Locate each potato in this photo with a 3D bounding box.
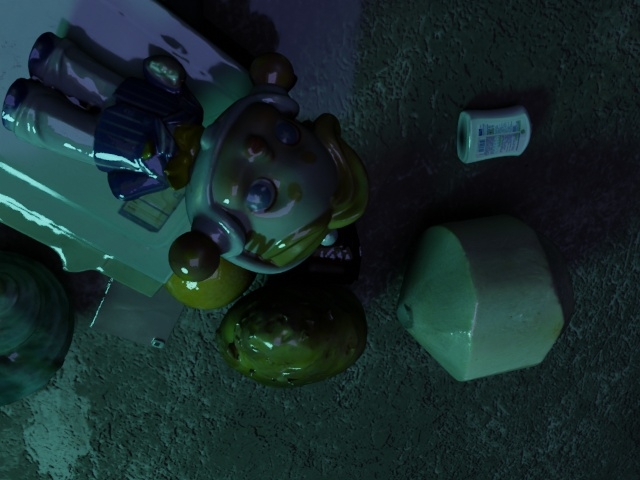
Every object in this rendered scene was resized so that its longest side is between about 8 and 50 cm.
[{"bbox_3d":[-0.035,0.124,0.772,0.192,0.296,0.141,-4,81,7],"label":"potato"}]

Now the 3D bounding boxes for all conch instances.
[{"bbox_3d":[-0.425,0.107,0.737,0.220,0.195,0.277,38,138,-18],"label":"conch"}]

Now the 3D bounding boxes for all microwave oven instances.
[{"bbox_3d":[-0.244,-0.164,0.584,0.355,0.218,0.286,32,106,-26],"label":"microwave oven"}]

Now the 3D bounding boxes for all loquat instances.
[{"bbox_3d":[-0.142,0.019,0.755,0.141,0.141,0.141,-5,120,-9],"label":"loquat"}]

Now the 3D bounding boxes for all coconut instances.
[{"bbox_3d":[0.215,0.075,0.821,0.241,0.241,0.241,-5,120,-9],"label":"coconut"}]

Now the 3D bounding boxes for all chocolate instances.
[{"bbox_3d":[0.000,0.000,0.784,0.080,0.148,0.125,-9,82,-6],"label":"chocolate"}]

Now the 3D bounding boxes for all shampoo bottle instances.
[{"bbox_3d":[0.238,-0.146,0.795,0.099,0.043,0.072,-9,121,-8],"label":"shampoo bottle"}]

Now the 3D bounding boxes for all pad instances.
[{"bbox_3d":[-0.244,0.073,0.840,0.113,0.006,0.187,22,112,-21],"label":"pad"}]

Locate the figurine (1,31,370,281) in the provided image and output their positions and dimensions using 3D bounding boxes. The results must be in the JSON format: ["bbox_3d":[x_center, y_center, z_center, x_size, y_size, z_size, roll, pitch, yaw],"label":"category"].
[{"bbox_3d":[-0.103,-0.058,0.475,0.274,0.133,0.193,1,75,-17],"label":"figurine"}]
